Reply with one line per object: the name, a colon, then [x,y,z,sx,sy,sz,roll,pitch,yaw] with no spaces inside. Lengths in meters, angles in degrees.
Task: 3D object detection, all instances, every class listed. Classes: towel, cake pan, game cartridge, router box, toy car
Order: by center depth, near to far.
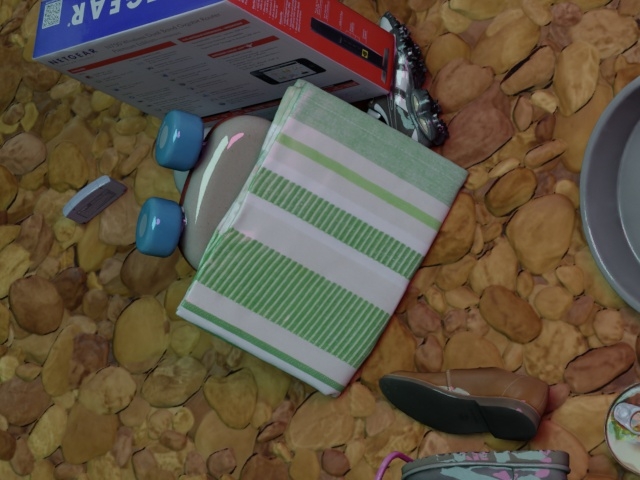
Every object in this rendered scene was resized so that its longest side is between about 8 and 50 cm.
cake pan: [0.414,-0.049,1.697,0.293,0.054,0.293,6,99,46]
towel: [0.000,0.000,1.890,0.248,0.038,0.324,29,85,-11]
router box: [-0.130,-0.238,1.927,0.335,0.301,0.082,-9,68,39]
toy car: [-0.130,-0.064,2.001,0.238,0.219,0.210,-155,78,-68]
game cartridge: [-0.311,-0.056,2.139,0.083,0.056,0.017,-37,67,10]

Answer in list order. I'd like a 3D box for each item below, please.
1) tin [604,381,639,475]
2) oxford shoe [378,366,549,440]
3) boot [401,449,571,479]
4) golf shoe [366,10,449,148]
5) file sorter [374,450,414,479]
tin: [0.397,0.224,1.687,0.190,0.040,0.106,27,82,31]
oxford shoe: [0.168,0.178,1.814,0.212,0.076,0.076,8,46,32]
boot: [0.167,0.312,1.529,0.190,0.076,0.208,-7,71,25]
golf shoe: [0.090,-0.197,1.971,0.094,0.077,0.198,-24,62,18]
file sorter: [0.193,0.355,1.651,0.291,0.202,0.182,14,76,30]
